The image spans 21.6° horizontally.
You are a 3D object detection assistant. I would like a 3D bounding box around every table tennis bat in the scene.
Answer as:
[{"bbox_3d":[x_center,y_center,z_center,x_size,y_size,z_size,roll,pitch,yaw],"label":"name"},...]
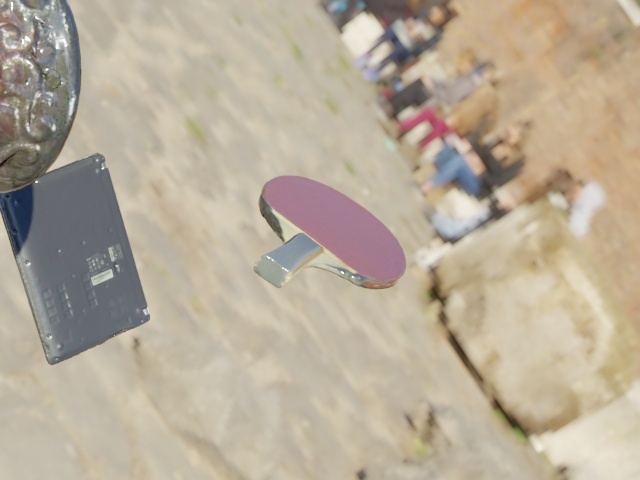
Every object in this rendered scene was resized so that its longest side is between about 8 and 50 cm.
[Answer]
[{"bbox_3d":[0.000,0.000,1.301,0.130,0.019,0.220,36,21,8],"label":"table tennis bat"}]

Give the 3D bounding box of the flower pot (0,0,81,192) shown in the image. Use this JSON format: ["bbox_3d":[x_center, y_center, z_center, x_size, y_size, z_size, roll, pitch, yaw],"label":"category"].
[{"bbox_3d":[-0.327,-0.121,1.173,0.267,0.266,0.266,-5,57,-48],"label":"flower pot"}]

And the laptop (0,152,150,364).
[{"bbox_3d":[-0.238,0.017,1.634,0.129,0.016,0.180,-26,106,-39],"label":"laptop"}]
